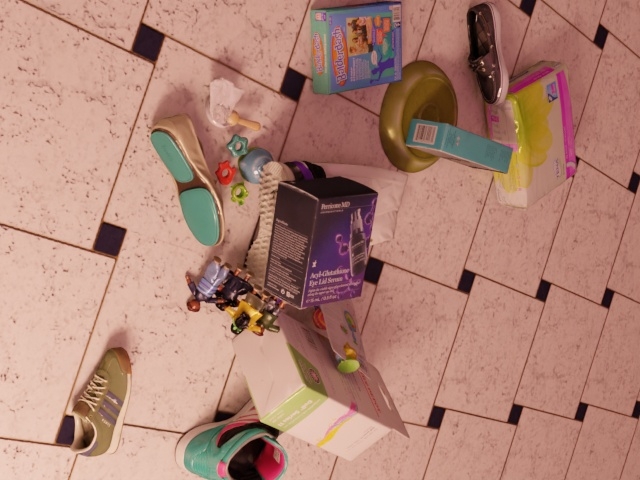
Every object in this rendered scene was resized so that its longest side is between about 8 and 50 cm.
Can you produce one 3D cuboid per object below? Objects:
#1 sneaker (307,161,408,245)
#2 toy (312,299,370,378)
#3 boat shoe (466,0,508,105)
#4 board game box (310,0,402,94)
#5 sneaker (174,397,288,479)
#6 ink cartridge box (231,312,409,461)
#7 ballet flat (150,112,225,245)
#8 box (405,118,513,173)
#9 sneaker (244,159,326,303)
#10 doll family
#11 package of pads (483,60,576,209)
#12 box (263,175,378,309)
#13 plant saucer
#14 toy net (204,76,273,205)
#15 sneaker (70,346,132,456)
[{"bbox_3d":[0.063,-0.067,2.028,0.292,0.108,0.169,7,93,-46],"label":"sneaker"},{"bbox_3d":[0.023,0.163,2.016,0.056,0.237,0.137,-34,134,16],"label":"toy"},{"bbox_3d":[0.358,-0.405,2.243,0.076,0.080,0.229,-18,112,-33],"label":"boat shoe"},{"bbox_3d":[0.073,-0.378,1.993,0.210,0.047,0.160,-17,113,-41],"label":"board game box"},{"bbox_3d":[-0.107,0.377,1.932,0.295,0.178,0.124,-23,116,-39],"label":"sneaker"},{"bbox_3d":[0.006,0.294,1.986,0.119,0.207,0.353,-41,135,16],"label":"ink cartridge box"},{"bbox_3d":[-0.214,-0.109,1.773,0.086,0.086,0.248,-39,124,-30],"label":"ballet flat"},{"bbox_3d":[0.298,-0.199,2.171,0.244,0.100,0.060,11,93,-46],"label":"box"},{"bbox_3d":[-0.045,-0.014,1.908,0.146,0.102,0.293,-14,125,-41],"label":"sneaker"},{"bbox_3d":[-0.157,0.112,1.852,0.111,0.193,0.076,-55,175,19],"label":"doll family"},{"bbox_3d":[0.496,-0.245,2.402,0.229,0.101,0.297,-32,121,-35],"label":"package of pads"},{"bbox_3d":[0.000,0.000,1.810,0.153,0.108,0.207,-9,115,-42],"label":"box"},{"bbox_3d":[0.220,-0.261,2.176,0.241,0.037,0.241,-13,109,-41],"label":"plant saucer"},{"bbox_3d":[-0.161,-0.183,1.827,0.122,0.045,0.232,-37,123,-19],"label":"toy net"},{"bbox_3d":[-0.376,0.277,1.723,0.086,0.064,0.192,-1,105,-49],"label":"sneaker"}]
